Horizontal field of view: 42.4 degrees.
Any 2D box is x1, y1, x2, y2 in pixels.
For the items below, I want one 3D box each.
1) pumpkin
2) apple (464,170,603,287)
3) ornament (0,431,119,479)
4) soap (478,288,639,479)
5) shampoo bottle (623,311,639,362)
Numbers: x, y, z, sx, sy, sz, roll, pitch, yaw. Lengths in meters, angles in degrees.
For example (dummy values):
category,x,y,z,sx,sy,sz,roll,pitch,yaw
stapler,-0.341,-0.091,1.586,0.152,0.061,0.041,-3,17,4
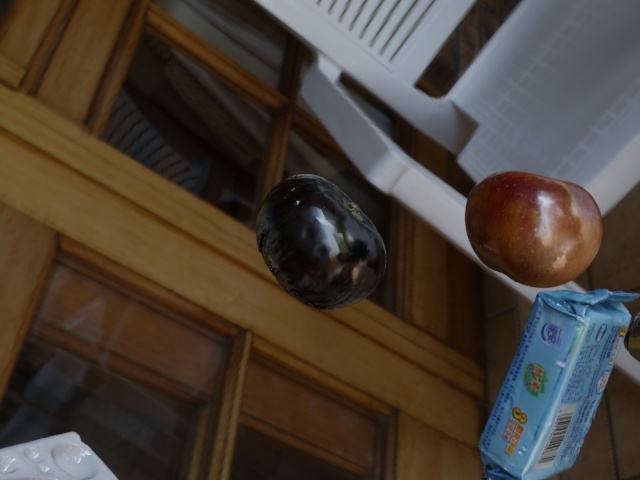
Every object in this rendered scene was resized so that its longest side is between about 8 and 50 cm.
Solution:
category,x,y,z,sx,sy,sz,roll,pitch,yaw
pumpkin,0.000,0.000,1.335,0.163,0.233,0.233,-41,32,17
apple,0.310,-0.014,1.218,0.201,0.201,0.162,9,89,60
ornament,-0.276,0.349,0.710,0.239,0.239,0.240,41,106,21
soap,0.299,0.188,1.053,0.077,0.156,0.293,26,101,41
shampoo bottle,0.643,0.176,1.543,0.134,0.078,0.359,-60,-10,-4
